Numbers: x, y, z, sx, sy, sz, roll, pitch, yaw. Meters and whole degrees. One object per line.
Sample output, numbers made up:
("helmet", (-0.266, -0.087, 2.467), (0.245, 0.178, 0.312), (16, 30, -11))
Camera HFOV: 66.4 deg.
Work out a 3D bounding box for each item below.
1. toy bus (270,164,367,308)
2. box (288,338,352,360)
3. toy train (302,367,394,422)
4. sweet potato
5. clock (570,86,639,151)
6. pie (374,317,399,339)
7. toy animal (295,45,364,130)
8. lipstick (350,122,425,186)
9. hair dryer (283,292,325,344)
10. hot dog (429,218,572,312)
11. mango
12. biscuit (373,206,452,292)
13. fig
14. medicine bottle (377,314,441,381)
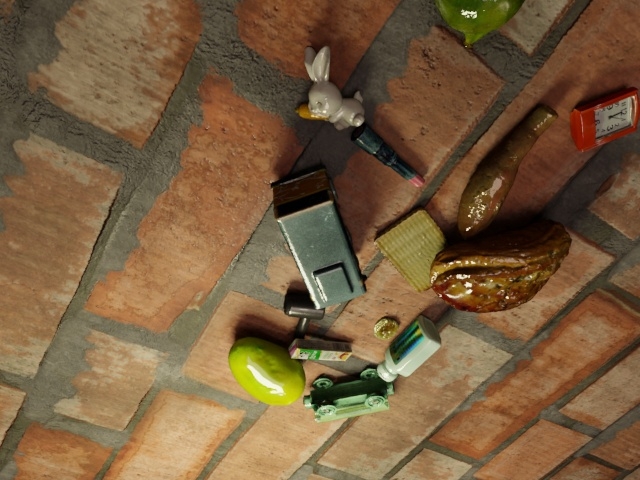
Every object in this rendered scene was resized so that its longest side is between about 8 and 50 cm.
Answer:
("toy bus", (0.000, 0.000, 1.238), (0.162, 0.194, 0.323), (-19, 122, 4))
("box", (0.002, 0.339, 1.513), (0.207, 0.041, 0.050), (11, 132, -31))
("toy train", (0.099, 0.541, 1.631), (0.308, 0.126, 0.189), (-11, 123, 0))
("sweet potato", (0.452, -0.169, 1.241), (0.109, 0.109, 0.385), (19, 113, -17))
("clock", (0.701, -0.302, 1.207), (0.155, 0.061, 0.113), (-20, 122, 2))
("pie", (0.207, 0.279, 1.540), (0.084, 0.020, 0.084), (-3, 122, -5))
("toy animal", (0.012, -0.334, 1.105), (0.182, 0.131, 0.127), (32, 82, -31))
("lipstick", (0.176, -0.206, 1.220), (0.234, 0.053, 0.053), (32, 114, -29))
("hair dryer", (-0.070, 0.256, 1.480), (0.114, 0.070, 0.248), (8, 129, -13))
("hot dog", (0.491, 0.073, 1.324), (0.388, 0.174, 0.267), (-16, 142, -5))
("mango", (-0.169, 0.399, 1.500), (0.273, 0.149, 0.185), (35, 128, -16))
("biscuit", (0.284, 0.032, 1.388), (0.172, 0.029, 0.254), (-35, 119, 15))
("fig", (0.327, -0.503, 1.002), (0.203, 0.203, 0.235), (-23, 161, 8))
("medicine bottle", (0.271, 0.350, 1.532), (0.083, 0.121, 0.229), (30, 115, -23))
